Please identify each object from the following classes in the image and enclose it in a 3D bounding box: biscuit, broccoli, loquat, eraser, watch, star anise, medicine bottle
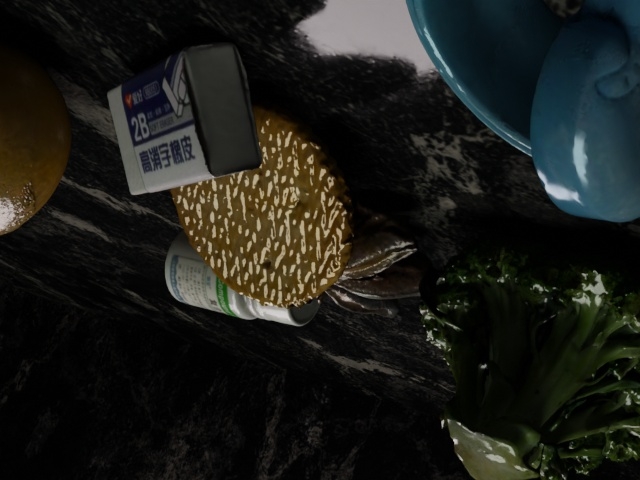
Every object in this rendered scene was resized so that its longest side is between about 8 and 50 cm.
[{"bbox_3d":[-0.068,-0.042,0.955,0.254,0.035,0.254,18,125,28],"label":"biscuit"},{"bbox_3d":[0.249,0.150,0.968,0.303,0.283,0.321,-16,112,43],"label":"broccoli"},{"bbox_3d":[-0.418,-0.118,0.994,0.263,0.263,0.263,19,164,6],"label":"loquat"},{"bbox_3d":[-0.146,-0.117,0.883,0.068,0.125,0.210,-17,-174,-33],"label":"eraser"},{"bbox_3d":[0.136,-0.131,0.455,0.211,0.211,0.193,34,177,-38],"label":"watch"},{"bbox_3d":[-0.001,0.001,1.102,0.331,0.118,0.332,22,157,10],"label":"star anise"},{"bbox_3d":[-0.120,0.057,1.391,0.236,0.139,0.139,11,161,28],"label":"medicine bottle"}]

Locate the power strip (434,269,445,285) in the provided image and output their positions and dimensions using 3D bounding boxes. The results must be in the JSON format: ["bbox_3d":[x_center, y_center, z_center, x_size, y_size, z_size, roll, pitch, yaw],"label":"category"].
[{"bbox_3d":[0.142,0.057,1.272,0.051,0.019,0.136,30,161,-24],"label":"power strip"}]
